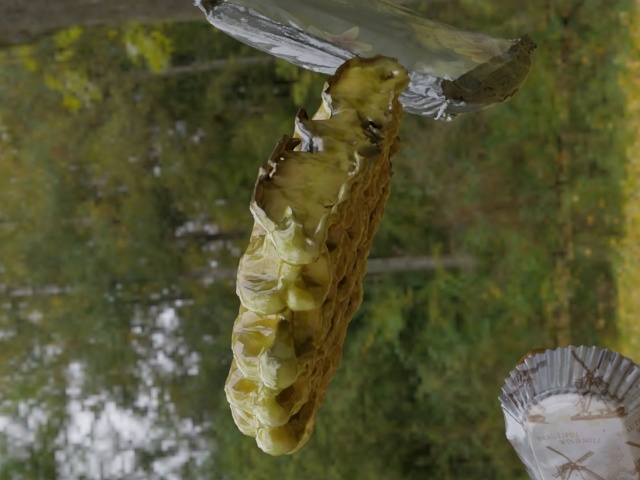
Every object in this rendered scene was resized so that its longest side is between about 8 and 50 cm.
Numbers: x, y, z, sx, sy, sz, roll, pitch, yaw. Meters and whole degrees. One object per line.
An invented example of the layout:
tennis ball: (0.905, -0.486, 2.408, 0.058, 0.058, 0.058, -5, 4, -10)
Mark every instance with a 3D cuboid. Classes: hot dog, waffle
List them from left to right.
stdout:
waffle: (-0.002, 0.000, 0.873, 0.309, 0.065, 0.283, 78, -153, -78)
hot dog: (0.186, 0.142, 0.916, 0.059, 0.108, 0.191, -69, -33, -44)

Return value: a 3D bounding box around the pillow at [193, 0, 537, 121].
pillow: (0.042, -0.160, 1.087, 0.169, 0.255, 0.059, -41, -33, -50)
